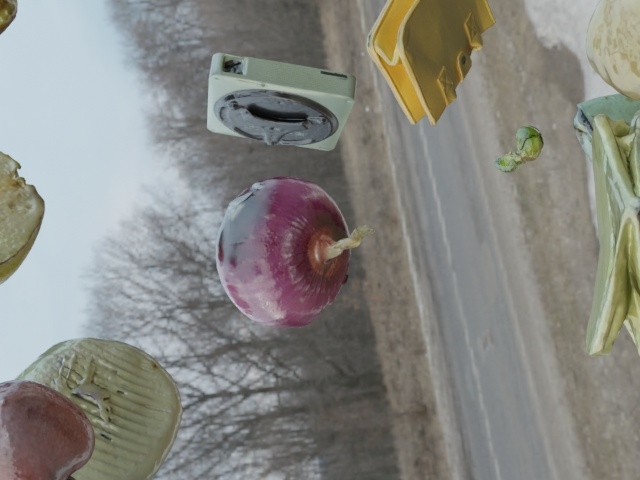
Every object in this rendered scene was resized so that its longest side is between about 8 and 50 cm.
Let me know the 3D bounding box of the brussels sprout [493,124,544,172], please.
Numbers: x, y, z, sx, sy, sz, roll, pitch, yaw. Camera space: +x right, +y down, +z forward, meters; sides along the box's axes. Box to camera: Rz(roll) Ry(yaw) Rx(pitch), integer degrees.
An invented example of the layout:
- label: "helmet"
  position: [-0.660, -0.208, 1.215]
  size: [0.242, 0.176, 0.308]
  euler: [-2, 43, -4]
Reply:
- label: "brussels sprout"
  position: [0.310, -0.137, 1.297]
  size: [0.083, 0.046, 0.051]
  euler: [-55, 32, 21]

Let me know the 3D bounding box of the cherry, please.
- label: "cherry"
  position: [-0.248, 0.171, 0.718]
  size: [0.087, 0.106, 0.126]
  euler: [20, 123, 48]

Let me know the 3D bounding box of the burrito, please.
- label: "burrito"
  position: [0.598, -0.224, 1.591]
  size: [0.089, 0.229, 0.144]
  euler: [103, 145, -73]

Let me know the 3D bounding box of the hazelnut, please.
- label: "hazelnut"
  position: [0.534, -0.330, 1.284]
  size: [0.261, 0.241, 0.261]
  euler: [-42, 35, 39]

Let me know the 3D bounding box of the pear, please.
- label: "pear"
  position: [-0.699, -0.002, 1.500]
  size: [0.340, 0.386, 0.191]
  euler: [47, 133, 24]

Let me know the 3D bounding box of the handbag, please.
- label: "handbag"
  position: [0.058, -0.108, 0.440]
  size: [0.061, 0.027, 0.083]
  euler: [53, -126, -42]

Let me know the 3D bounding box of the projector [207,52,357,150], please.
- label: "projector"
  position: [-0.080, -0.244, 1.562]
  size: [0.259, 0.257, 0.079]
  euler: [119, 159, -73]

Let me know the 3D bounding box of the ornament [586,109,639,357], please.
- label: "ornament"
  position: [0.239, -0.011, 0.660]
  size: [0.180, 0.059, 0.201]
  euler: [35, -125, -71]

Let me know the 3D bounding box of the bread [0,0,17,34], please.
- label: "bread"
  position: [-0.589, -0.349, 1.311]
  size: [0.110, 0.234, 0.184]
  euler: [41, -161, -50]

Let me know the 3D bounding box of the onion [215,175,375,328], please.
- label: "onion"
  position: [-0.060, 0.010, 1.176]
  size: [0.207, 0.200, 0.200]
  euler: [-59, 5, 3]

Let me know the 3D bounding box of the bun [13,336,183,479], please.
- label: "bun"
  position: [-0.353, 0.277, 1.286]
  size: [0.168, 0.273, 0.273]
  euler: [136, 132, -56]
